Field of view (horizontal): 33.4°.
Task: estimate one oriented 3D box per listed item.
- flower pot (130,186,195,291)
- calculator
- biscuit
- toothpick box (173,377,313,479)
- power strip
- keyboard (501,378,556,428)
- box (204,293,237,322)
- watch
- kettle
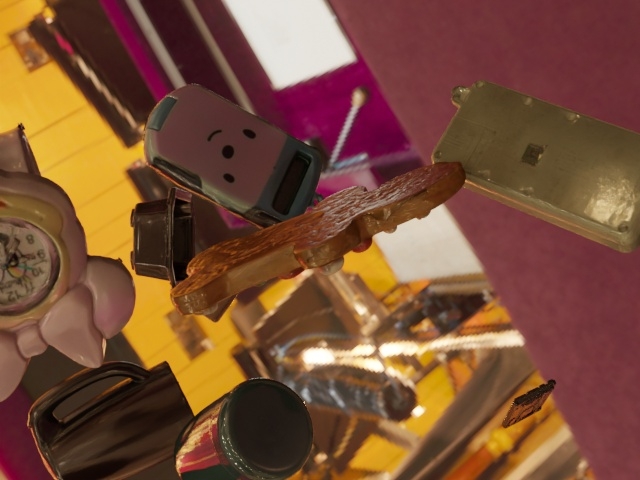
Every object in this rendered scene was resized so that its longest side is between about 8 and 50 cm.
[{"bbox_3d":[-0.282,-0.001,1.899,0.251,0.084,0.179,25,-114,-87],"label":"flower pot"},{"bbox_3d":[-0.125,-0.119,1.599,0.293,0.173,0.051,28,148,-9],"label":"calculator"},{"bbox_3d":[0.000,0.000,1.142,0.216,0.339,0.047,-77,-37,-73],"label":"biscuit"},{"bbox_3d":[-0.099,0.240,1.261,0.120,0.120,0.184,54,143,0],"label":"toothpick box"},{"bbox_3d":[0.241,-0.084,1.125,0.270,0.118,0.046,26,168,30],"label":"power strip"},{"bbox_3d":[0.272,0.217,1.402,0.013,0.061,0.204,61,177,18],"label":"keyboard"},{"bbox_3d":[-0.162,0.081,1.796,0.048,0.115,0.025,32,174,13],"label":"box"},{"bbox_3d":[-0.323,0.006,1.145,0.217,0.210,0.248,-124,19,-63],"label":"watch"},{"bbox_3d":[-0.319,0.283,1.642,0.144,0.232,0.202,42,153,53],"label":"kettle"}]
